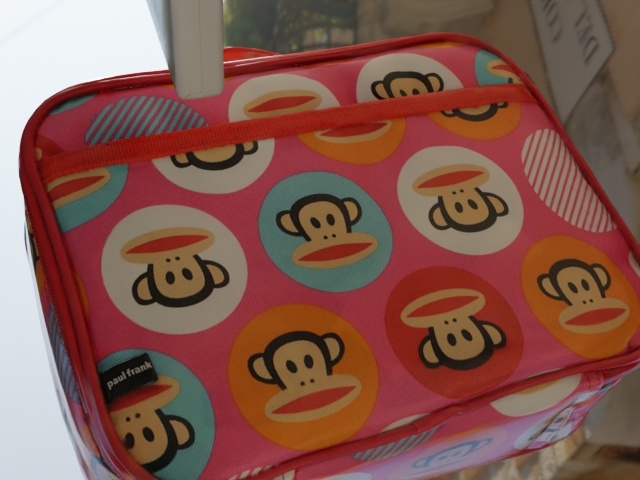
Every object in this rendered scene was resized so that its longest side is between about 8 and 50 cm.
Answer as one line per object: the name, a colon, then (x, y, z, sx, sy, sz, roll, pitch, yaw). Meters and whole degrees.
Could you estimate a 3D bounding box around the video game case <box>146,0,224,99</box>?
video game case: (-0.071, -0.197, 0.408, 0.023, 0.212, 0.193, -11, -130, -14)

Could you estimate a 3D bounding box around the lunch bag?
lunch bag: (0.000, 0.000, 0.528, 0.293, 0.120, 0.258, -12, -118, -22)
